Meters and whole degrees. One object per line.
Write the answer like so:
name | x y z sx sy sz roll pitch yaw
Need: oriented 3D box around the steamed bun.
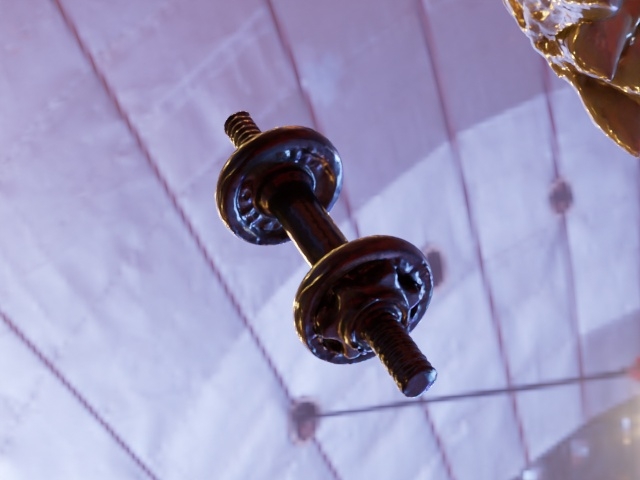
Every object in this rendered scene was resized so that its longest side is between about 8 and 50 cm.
steamed bun | 0.225 -0.218 1.403 0.189 0.247 0.428 -45 -66 -19

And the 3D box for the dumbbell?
dumbbell | 0.000 0.000 0.923 0.081 0.254 0.082 -15 -49 -18
